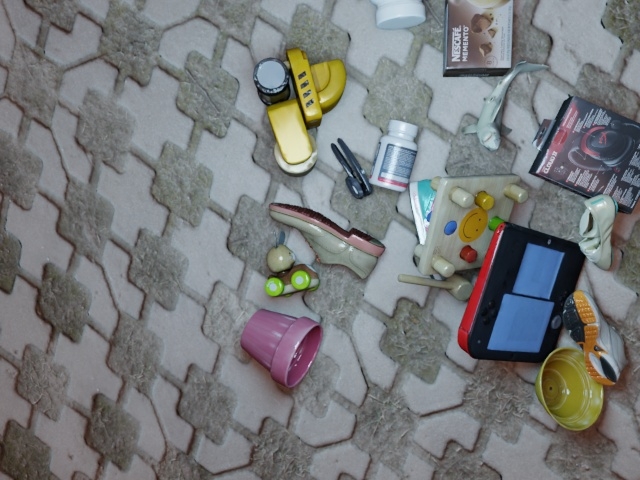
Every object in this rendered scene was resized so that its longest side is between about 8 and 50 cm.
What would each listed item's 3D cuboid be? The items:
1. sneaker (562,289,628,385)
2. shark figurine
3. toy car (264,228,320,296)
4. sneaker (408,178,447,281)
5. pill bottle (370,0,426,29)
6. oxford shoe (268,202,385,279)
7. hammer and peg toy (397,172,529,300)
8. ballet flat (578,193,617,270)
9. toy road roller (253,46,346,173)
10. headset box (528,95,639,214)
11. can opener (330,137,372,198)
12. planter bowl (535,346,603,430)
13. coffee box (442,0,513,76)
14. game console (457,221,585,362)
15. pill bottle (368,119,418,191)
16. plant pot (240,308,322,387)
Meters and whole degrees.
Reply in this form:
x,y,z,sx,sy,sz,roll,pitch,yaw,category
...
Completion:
x,y,z,sx,sy,sz,roll,pitch,yaw,category
0.744,0.247,1.610,0.121,0.099,0.262,-24,95,-35,sneaker
0.490,-0.346,1.598,0.116,0.166,0.278,28,83,-22,shark figurine
-0.093,0.058,1.691,0.149,0.155,0.188,-15,81,9,toy car
0.358,-0.034,1.627,0.178,0.124,0.295,-13,93,19,sneaker
0.196,-0.707,1.555,0.162,0.162,0.278,-5,95,9,pill bottle
0.000,0.000,1.679,0.348,0.123,0.130,25,104,6,oxford shoe
0.355,0.010,1.491,0.266,0.127,0.361,-5,119,-31,hammer and peg toy
0.709,-0.011,1.549,0.086,0.086,0.248,-10,127,9,ballet flat
-0.033,-0.353,1.611,0.240,0.202,0.329,-16,92,-1,toy road roller
0.704,-0.227,1.557,0.293,0.110,0.218,24,99,5,headset box
0.088,-0.204,1.677,0.059,0.073,0.186,-26,83,18,can opener
0.652,0.401,1.622,0.217,0.090,0.217,6,74,-21,planter bowl
0.408,-0.585,1.558,0.168,0.119,0.297,2,96,7,coffee box
0.525,0.146,1.531,0.386,0.060,0.342,12,102,-38,game console
0.205,-0.230,1.630,0.108,0.108,0.180,16,98,6,pill bottle
-0.118,0.289,1.699,0.180,0.201,0.201,24,99,21,plant pot
